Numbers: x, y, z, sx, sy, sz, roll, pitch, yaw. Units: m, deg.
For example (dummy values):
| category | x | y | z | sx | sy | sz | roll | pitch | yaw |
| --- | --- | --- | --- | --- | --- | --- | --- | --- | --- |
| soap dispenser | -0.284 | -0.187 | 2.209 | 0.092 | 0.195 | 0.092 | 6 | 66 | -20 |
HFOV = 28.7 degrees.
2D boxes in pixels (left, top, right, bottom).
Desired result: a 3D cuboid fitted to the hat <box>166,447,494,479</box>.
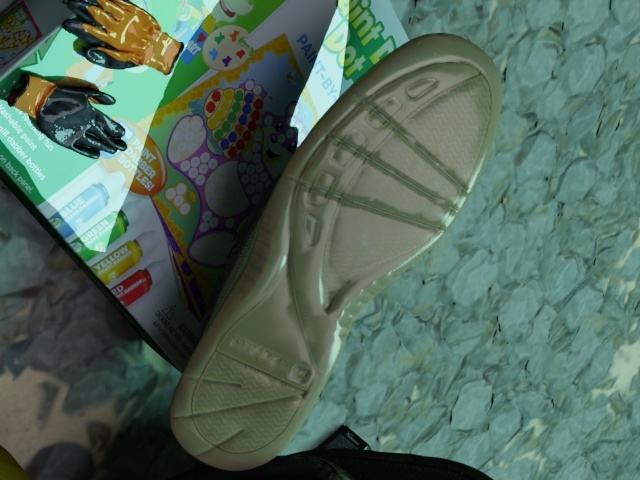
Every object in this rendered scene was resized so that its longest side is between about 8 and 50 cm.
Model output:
| category | x | y | z | sx | sy | sz | roll | pitch | yaw |
| --- | --- | --- | --- | --- | --- | --- | --- | --- | --- |
| hat | -0.041 | 0.208 | 0.759 | 0.331 | 0.331 | 0.134 | -37 | 125 | -18 |

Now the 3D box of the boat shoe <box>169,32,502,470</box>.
| category | x | y | z | sx | sy | sz | roll | pitch | yaw |
| --- | --- | --- | --- | --- | --- | --- | --- | --- | --- |
| boat shoe | 0.000 | 0.000 | 0.740 | 0.103 | 0.092 | 0.285 | 28 | 99 | -18 |

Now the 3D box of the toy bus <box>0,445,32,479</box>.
| category | x | y | z | sx | sy | sz | roll | pitch | yaw |
| --- | --- | --- | --- | --- | --- | --- | --- | --- | --- |
| toy bus | -0.264 | 0.152 | 0.669 | 0.333 | 0.108 | 0.130 | 35 | 88 | -46 |

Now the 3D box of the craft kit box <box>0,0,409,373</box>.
| category | x | y | z | sx | sy | sz | roll | pitch | yaw |
| --- | --- | --- | --- | --- | --- | --- | --- | --- | --- |
| craft kit box | -0.062 | -0.080 | 0.743 | 0.246 | 0.061 | 0.250 | -47 | 136 | -13 |

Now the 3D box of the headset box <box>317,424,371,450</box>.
| category | x | y | z | sx | sy | sz | roll | pitch | yaw |
| --- | --- | --- | --- | --- | --- | --- | --- | --- | --- |
| headset box | 0.006 | 0.195 | 0.978 | 0.083 | 0.032 | 0.062 | -39 | 134 | -19 |

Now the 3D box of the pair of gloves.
| category | x | y | z | sx | sy | sz | roll | pitch | yaw |
| --- | --- | --- | --- | --- | --- | --- | --- | --- | --- |
| pair of gloves | -0.114 | -0.085 | 0.650 | 0.074 | 0.010 | 0.083 | 28 | 95 | -45 |
